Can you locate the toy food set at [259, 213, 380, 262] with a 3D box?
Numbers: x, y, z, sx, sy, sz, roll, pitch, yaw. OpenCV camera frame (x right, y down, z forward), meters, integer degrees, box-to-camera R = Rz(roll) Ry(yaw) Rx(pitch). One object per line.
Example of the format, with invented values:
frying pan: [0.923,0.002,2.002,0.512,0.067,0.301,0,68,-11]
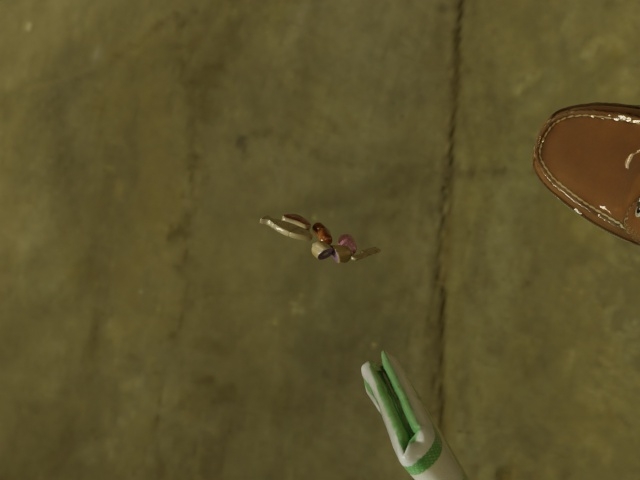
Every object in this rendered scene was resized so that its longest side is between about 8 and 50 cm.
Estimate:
toy food set: [0.000,0.000,1.433,0.122,0.078,0.019,25,112,26]

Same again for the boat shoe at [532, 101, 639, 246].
boat shoe: [0.278,-0.033,0.949,0.307,0.104,0.111,25,97,33]

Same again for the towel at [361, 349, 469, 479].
towel: [0.136,0.254,1.038,0.038,0.325,0.248,-31,11,0]
